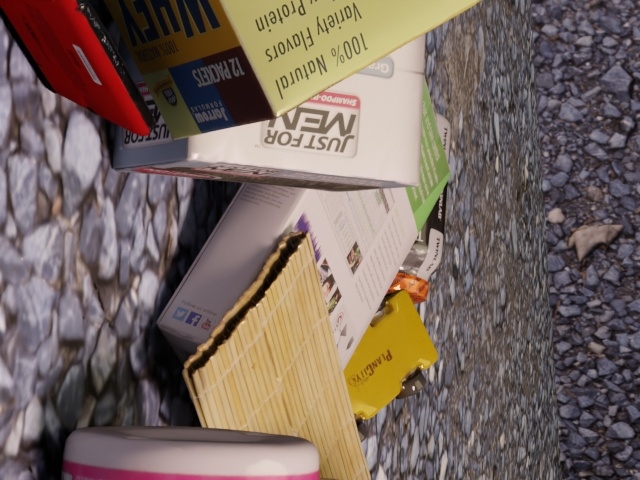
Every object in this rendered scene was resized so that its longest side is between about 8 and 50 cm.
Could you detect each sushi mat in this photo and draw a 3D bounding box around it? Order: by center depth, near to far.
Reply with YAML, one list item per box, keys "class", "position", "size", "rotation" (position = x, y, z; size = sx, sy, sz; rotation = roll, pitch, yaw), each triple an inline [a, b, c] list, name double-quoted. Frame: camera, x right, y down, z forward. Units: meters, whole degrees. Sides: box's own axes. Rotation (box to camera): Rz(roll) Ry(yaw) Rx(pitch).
- class: "sushi mat"
  position: [-0.027, 0.150, 1.199]
  size: [0.151, 0.019, 0.316]
  rotation: [-51, 146, -32]

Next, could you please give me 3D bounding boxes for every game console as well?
- class: "game console"
  position: [-0.139, -0.146, 0.874]
  size: [0.085, 0.124, 0.144]
  rotation: [-54, 152, -17]

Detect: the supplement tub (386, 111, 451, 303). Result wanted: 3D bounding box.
- class: "supplement tub"
  position: [0.070, -0.035, 1.567]
  size: [0.117, 0.117, 0.190]
  rotation: [41, 51, -70]

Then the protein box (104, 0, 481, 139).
- class: "protein box"
  position: [-0.026, -0.196, 0.896]
  size: [0.200, 0.136, 0.201]
  rotation: [-32, 104, -27]

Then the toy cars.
- class: "toy cars"
  position: [0.002, 0.219, 1.396]
  size: [0.176, 0.087, 0.393]
  rotation: [27, 62, -34]

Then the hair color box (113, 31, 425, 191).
- class: "hair color box"
  position: [-0.028, -0.226, 1.046]
  size: [0.185, 0.114, 0.374]
  rotation: [5, 86, -34]

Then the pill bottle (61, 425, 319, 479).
- class: "pill bottle"
  position: [-0.086, 0.261, 0.955]
  size: [0.160, 0.160, 0.283]
  rotation: [14, 78, -74]

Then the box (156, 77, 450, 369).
- class: "box"
  position: [0.000, 0.000, 1.254]
  size: [0.322, 0.058, 0.232]
  rotation: [-58, 153, -22]

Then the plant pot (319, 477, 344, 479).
- class: "plant pot"
  position: [0.009, 0.286, 1.119]
  size: [0.191, 0.284, 0.284]
  rotation: [60, 26, -16]
